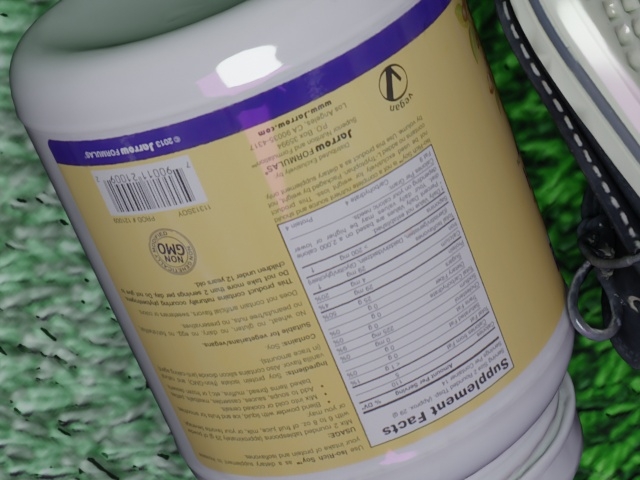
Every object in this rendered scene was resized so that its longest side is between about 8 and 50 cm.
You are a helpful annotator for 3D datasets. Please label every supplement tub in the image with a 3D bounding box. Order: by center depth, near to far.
[{"bbox_3d":[0.000,0.000,0.906,0.241,0.241,0.331,-20,114,5],"label":"supplement tub"}]

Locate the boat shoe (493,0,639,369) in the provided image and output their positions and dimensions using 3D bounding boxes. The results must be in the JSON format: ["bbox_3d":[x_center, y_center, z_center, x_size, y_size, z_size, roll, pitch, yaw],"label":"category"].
[{"bbox_3d":[0.213,-0.005,0.913,0.156,0.187,0.500,-12,140,34],"label":"boat shoe"}]
